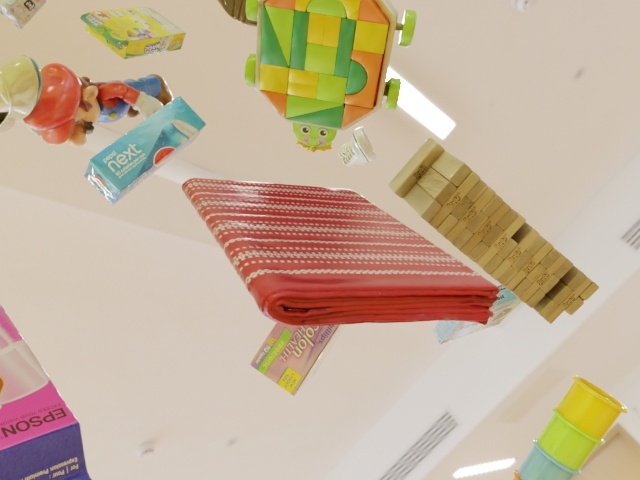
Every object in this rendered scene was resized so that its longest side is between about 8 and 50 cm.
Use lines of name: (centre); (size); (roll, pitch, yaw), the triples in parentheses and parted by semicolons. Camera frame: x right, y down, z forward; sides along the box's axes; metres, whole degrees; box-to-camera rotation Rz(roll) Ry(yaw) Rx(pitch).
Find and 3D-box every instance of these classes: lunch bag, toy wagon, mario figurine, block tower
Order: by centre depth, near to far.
block tower: (0.251, -0.003, 0.876); (0.335, 0.097, 0.091); (35, -78, -25)
lunch bag: (-0.501, -0.401, 1.041); (0.053, 0.083, 0.071); (40, -103, -18)
toy wagon: (0.006, -0.282, 1.043); (0.267, 0.068, 0.344); (10, -48, 3)
mario figurine: (-0.435, -0.243, 1.207); (0.198, 0.170, 0.320); (-42, -5, 30)

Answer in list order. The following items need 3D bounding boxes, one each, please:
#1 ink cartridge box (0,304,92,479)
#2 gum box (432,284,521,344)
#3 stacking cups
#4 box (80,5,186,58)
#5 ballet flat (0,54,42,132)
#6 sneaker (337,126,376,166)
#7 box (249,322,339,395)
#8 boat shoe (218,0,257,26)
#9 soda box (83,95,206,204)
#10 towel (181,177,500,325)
ink cartridge box: (-0.396, 0.191, 0.687); (0.176, 0.371, 0.069); (-13, -50, -42)
gum box: (0.338, 0.154, 1.316); (0.157, 0.041, 0.184); (-16, -23, -14)
stacking cups: (0.361, 0.370, 1.006); (0.096, 0.096, 0.316); (22, -76, -51)
box: (-0.350, -0.389, 1.156); (0.179, 0.105, 0.043); (-35, -21, -55)
ballet flat: (-0.537, -0.231, 1.033); (0.086, 0.086, 0.248); (-5, -9, -38)
sneaker: (0.098, -0.243, 1.717); (0.091, 0.094, 0.258); (-24, -6, 3)
box: (-0.026, 0.207, 1.396); (0.213, 0.117, 0.243); (-57, -9, 5)
boat shoe: (-0.174, -0.563, 1.361); (0.123, 0.342, 0.123); (-20, -45, -46)
soda box: (-0.296, -0.157, 1.058); (0.210, 0.071, 0.067); (-48, 8, -33)
towel: (0.000, 0.000, 0.543); (0.199, 0.275, 0.031); (3, -70, -25)
